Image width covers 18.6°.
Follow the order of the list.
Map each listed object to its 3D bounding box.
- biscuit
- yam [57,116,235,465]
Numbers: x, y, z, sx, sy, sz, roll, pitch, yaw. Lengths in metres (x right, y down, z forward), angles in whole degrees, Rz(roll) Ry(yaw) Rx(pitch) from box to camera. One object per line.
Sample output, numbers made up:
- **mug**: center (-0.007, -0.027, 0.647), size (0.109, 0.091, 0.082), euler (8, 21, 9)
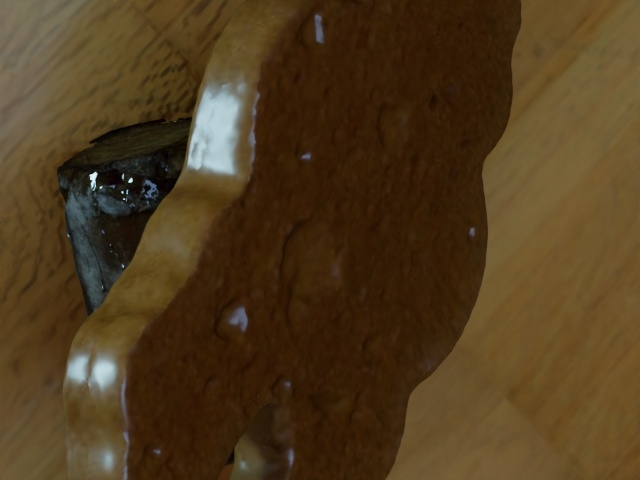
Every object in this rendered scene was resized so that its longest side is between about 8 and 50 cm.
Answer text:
- **biscuit**: center (0.000, 0.000, 0.820), size (0.202, 0.047, 0.334), euler (49, 57, -46)
- **yam**: center (-0.066, 0.022, 0.835), size (0.079, 0.079, 0.141), euler (-16, 107, -21)
